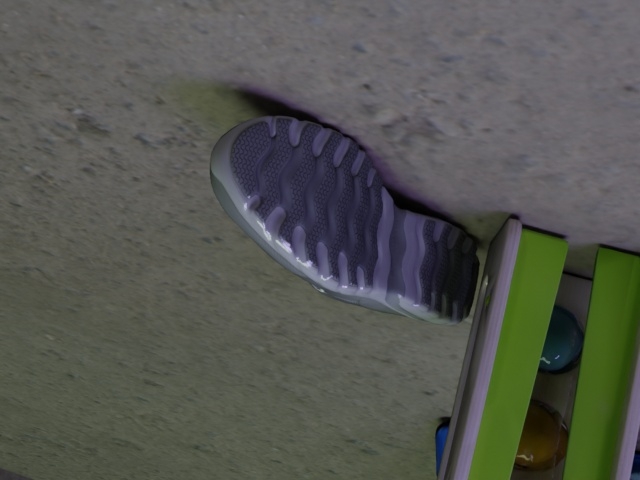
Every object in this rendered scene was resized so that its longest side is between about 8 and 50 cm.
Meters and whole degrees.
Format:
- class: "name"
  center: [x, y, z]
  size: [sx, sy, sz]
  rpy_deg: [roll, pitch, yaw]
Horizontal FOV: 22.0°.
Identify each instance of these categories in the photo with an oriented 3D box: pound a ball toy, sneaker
- class: "pound a ball toy"
  center: [0.193, 0.169, 1.207]
  size: [0.208, 0.319, 0.136]
  rpy_deg: [14, 161, 0]
- class: "sneaker"
  center: [0.000, 0.000, 1.200]
  size: [0.115, 0.105, 0.281]
  rpy_deg: [-1, 156, 37]

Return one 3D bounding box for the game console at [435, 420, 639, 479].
- class: "game console"
  center: [0.289, 0.277, 1.872]
  size: [0.293, 0.173, 0.250]
  rpy_deg: [9, -169, 15]
